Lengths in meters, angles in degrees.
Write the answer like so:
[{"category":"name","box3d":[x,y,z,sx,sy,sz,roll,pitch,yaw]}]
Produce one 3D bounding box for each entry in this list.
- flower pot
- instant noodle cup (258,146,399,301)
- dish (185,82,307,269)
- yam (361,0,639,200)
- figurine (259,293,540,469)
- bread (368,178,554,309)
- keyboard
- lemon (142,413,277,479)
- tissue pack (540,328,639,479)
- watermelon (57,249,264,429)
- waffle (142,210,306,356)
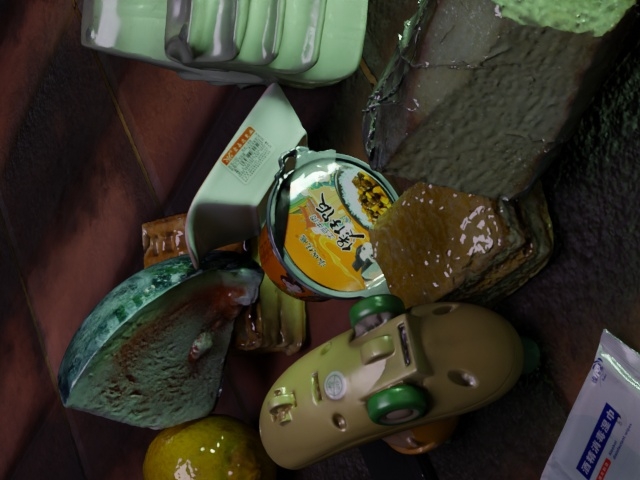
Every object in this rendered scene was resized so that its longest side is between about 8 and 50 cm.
[{"category":"flower pot","box3d":[-0.127,-0.281,1.529,0.367,0.254,0.165,9,95,55]},{"category":"instant noodle cup","box3d":[0.000,0.000,1.434,0.125,0.177,0.208,-40,69,61]},{"category":"dish","box3d":[-0.085,-0.063,1.469,0.064,0.234,0.154,28,161,12]},{"category":"yam","box3d":[0.169,-0.191,1.125,0.271,0.202,0.201,114,168,-60]},{"category":"figurine","box3d":[0.074,0.164,1.284,0.324,0.222,0.124,-32,58,33]},{"category":"bread","box3d":[0.150,-0.002,1.273,0.196,0.102,0.138,-41,60,44]},{"category":"keyboard","box3d":[0.104,0.291,1.394,0.101,0.018,0.310,-54,49,40]},{"category":"lemon","box3d":[-0.150,0.312,1.609,0.207,0.170,0.170,-25,69,60]},{"category":"tissue pack","box3d":[0.281,0.199,1.151,0.122,0.026,0.193,43,122,46]},{"category":"watermelon","box3d":[-0.208,0.150,1.534,0.320,0.289,0.214,-25,99,38]},{"category":"waffle","box3d":[-0.140,0.061,1.673,0.308,0.091,0.213,-12,80,54]}]
